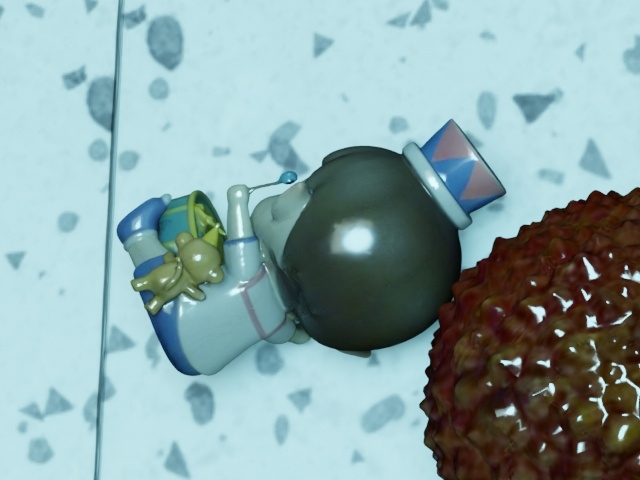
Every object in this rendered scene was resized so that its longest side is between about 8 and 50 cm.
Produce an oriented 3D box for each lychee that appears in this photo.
[{"bbox_3d":[0.195,0.096,1.202,0.264,0.300,0.264,14,57,-22],"label":"lychee"}]

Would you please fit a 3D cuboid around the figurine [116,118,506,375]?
[{"bbox_3d":[0.000,0.006,1.320,0.275,0.161,0.158,-12,39,9],"label":"figurine"}]
